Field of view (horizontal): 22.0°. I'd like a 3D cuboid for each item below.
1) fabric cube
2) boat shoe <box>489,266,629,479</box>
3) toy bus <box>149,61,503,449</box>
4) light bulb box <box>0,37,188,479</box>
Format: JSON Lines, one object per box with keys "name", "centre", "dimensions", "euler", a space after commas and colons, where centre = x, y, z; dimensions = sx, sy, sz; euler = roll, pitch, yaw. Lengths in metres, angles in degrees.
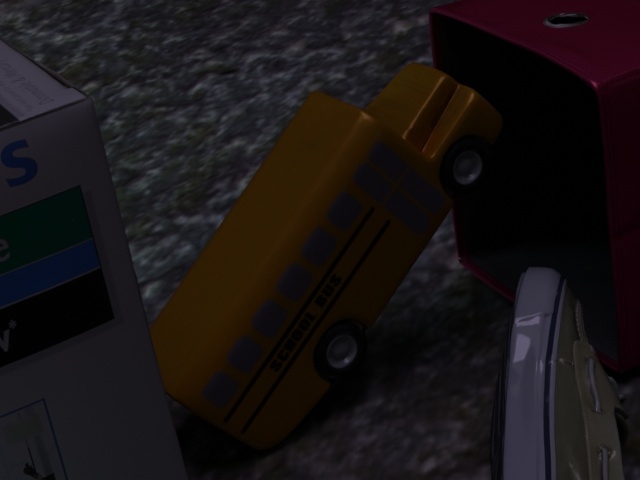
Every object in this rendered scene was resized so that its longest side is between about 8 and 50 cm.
{"name": "fabric cube", "centre": [0.274, -0.086, 1.379], "dimensions": [0.258, 0.259, 0.254], "euler": [-20, 29, -19]}
{"name": "boat shoe", "centre": [0.176, 0.135, 1.199], "dimensions": [0.094, 0.109, 0.302], "euler": [9, 39, 2]}
{"name": "toy bus", "centre": [0.000, 0.000, 1.316], "dimensions": [0.332, 0.130, 0.108], "euler": [-56, 36, -3]}
{"name": "light bulb box", "centre": [-0.294, 0.037, 1.233], "dimensions": [0.225, 0.361, 0.358], "euler": [-23, 31, -22]}
